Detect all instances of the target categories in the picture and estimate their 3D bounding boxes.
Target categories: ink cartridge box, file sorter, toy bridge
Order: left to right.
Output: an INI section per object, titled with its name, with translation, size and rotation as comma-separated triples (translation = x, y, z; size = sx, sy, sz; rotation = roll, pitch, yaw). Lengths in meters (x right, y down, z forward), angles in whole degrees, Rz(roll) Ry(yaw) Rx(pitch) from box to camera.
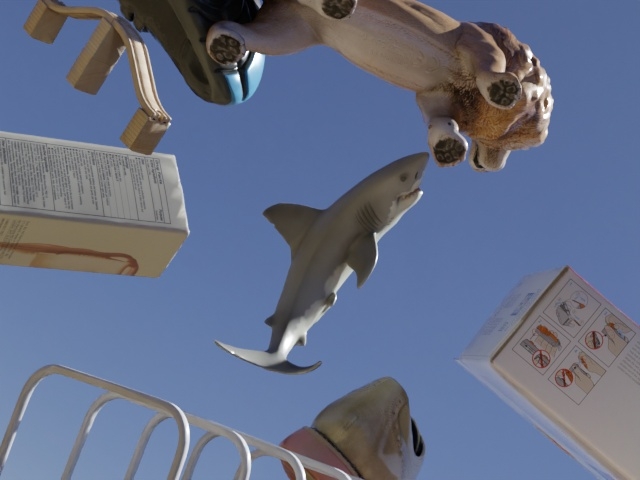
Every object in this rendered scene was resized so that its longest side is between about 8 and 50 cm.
[toy bridge]
translation = -0.168, -0.143, 1.045
size = 0.026, 0.063, 0.188
rotation = 15, 25, -49
[file sorter]
translation = -0.098, 0.224, 1.038
size = 0.193, 0.173, 0.278
rotation = 12, -13, 41
[ink cartridge box]
translation = 0.310, 0.176, 1.454
size = 0.309, 0.130, 0.272
rotation = 40, -5, 0

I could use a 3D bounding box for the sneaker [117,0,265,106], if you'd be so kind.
[sneaker]
translation = -0.171, -0.269, 1.295
size = 0.140, 0.125, 0.340
rotation = -29, -91, 30

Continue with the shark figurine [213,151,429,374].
[shark figurine]
translation = -0.019, 0.022, 1.312
size = 0.116, 0.278, 0.166
rotation = 39, -24, -7

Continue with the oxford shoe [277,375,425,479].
[oxford shoe]
translation = 0.061, 0.265, 1.490
size = 0.140, 0.146, 0.397
rotation = 43, -14, 19

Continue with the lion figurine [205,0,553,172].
[lion figurine]
translation = 0.059, -0.185, 1.280
size = 0.392, 0.142, 0.240
rotation = 32, 21, -12

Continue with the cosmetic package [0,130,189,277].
[cosmetic package]
translation = -0.356, -0.048, 1.959
size = 0.296, 0.153, 0.129
rotation = 7, -38, -28
